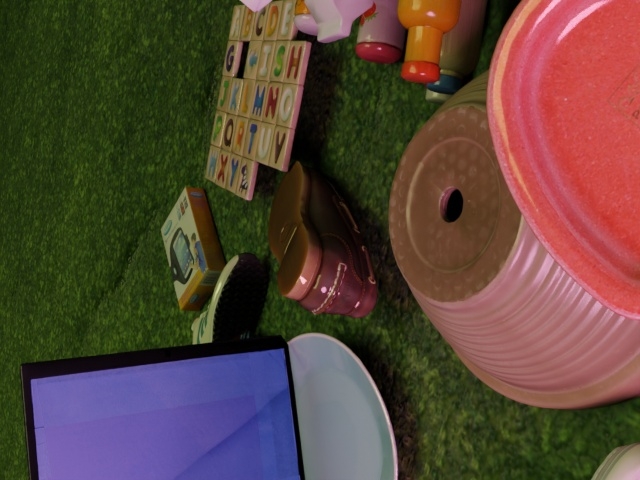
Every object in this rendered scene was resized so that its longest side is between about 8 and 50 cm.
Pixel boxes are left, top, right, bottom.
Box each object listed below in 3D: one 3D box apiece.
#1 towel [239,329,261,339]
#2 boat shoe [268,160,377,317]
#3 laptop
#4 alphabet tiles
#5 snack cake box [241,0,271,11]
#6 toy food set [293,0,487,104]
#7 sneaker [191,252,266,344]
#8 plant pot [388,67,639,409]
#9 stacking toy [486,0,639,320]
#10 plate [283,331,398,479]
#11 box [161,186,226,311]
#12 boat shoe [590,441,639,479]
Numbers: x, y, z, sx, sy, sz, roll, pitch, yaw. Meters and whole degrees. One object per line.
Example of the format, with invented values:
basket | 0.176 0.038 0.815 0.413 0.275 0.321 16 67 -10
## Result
towel | -0.071 0.130 0.820 0.119 0.029 0.067 -123 41 -81
boat shoe | 0.000 0.000 0.736 0.207 0.073 0.073 -101 34 -59
laptop | -0.067 0.202 0.618 0.264 0.234 0.137 39 122 46
alphabet tiles | -0.067 -0.143 0.883 0.237 0.009 0.198 -152 72 -64
snack cake box | -0.005 -0.326 0.673 0.152 0.089 0.264 -24 41 45
toy food set | 0.053 -0.153 0.643 0.232 0.111 0.105 7 88 63
sneaker | -0.106 0.081 0.897 0.075 0.057 0.161 32 114 47
plant pot | 0.120 -0.015 0.531 0.237 0.109 0.238 -9 79 55
stacking toy | 0.249 -0.071 0.353 0.309 0.130 0.279 -43 78 27
plate | 0.008 0.171 0.732 0.188 0.024 0.188 3 94 52
box | -0.150 0.003 1.001 0.081 0.028 0.136 -53 47 38
boat shoe | 0.147 0.187 0.510 0.063 0.066 0.184 42 129 49
